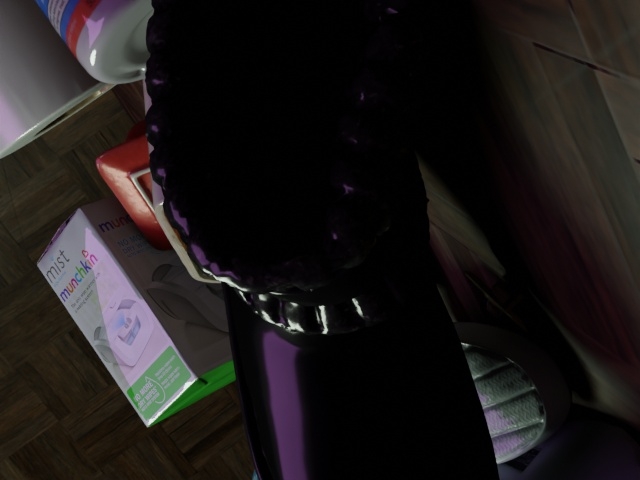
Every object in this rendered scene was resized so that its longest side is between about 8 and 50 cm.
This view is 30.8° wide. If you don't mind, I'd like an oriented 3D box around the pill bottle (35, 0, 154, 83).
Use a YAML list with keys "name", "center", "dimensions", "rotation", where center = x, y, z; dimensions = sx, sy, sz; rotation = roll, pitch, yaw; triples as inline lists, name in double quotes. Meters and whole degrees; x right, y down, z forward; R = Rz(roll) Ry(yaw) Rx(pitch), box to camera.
- name: "pill bottle"
  center: [-0.151, -0.217, 0.720]
  dimensions: [0.221, 0.124, 0.124]
  rotation: [53, 173, 10]

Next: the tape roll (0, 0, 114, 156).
- name: "tape roll"
  center: [-0.339, -0.230, 1.393]
  dimensions: [0.169, 0.246, 0.246]
  rotation: [57, 173, -9]

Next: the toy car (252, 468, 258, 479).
- name: "toy car"
  center: [0.050, 0.211, 1.352]
  dimensions: [0.210, 0.219, 0.238]
  rotation: [-86, 11, -62]

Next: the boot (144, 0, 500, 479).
- name: "boot"
  center: [0.010, 0.029, 0.550]
  dimensions: [0.260, 0.131, 0.348]
  rotation: [125, 125, -83]

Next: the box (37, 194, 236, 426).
- name: "box"
  center: [-0.148, 0.051, 1.346]
  dimensions: [0.231, 0.262, 0.127]
  rotation: [54, 130, 11]

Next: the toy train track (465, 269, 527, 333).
- name: "toy train track"
  center: [0.104, 0.034, 0.669]
  dimensions: [0.048, 0.014, 0.083]
  rotation: [46, 177, 12]

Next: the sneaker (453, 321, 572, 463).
- name: "sneaker"
  center: [0.087, 0.091, 0.771]
  dimensions: [0.258, 0.091, 0.094]
  rotation: [-19, 97, 61]

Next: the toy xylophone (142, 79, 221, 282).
- name: "toy xylophone"
  center: [-0.088, -0.081, 0.955]
  dimensions: [0.322, 0.081, 0.236]
  rotation: [84, 179, -83]

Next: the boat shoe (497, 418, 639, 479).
- name: "boat shoe"
  center: [0.154, 0.158, 0.679]
  dimensions: [0.084, 0.095, 0.258]
  rotation: [44, 180, -5]

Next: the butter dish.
- name: "butter dish"
  center: [-0.134, -0.089, 1.223]
  dimensions: [0.160, 0.160, 0.118]
  rotation: [61, -167, -45]
